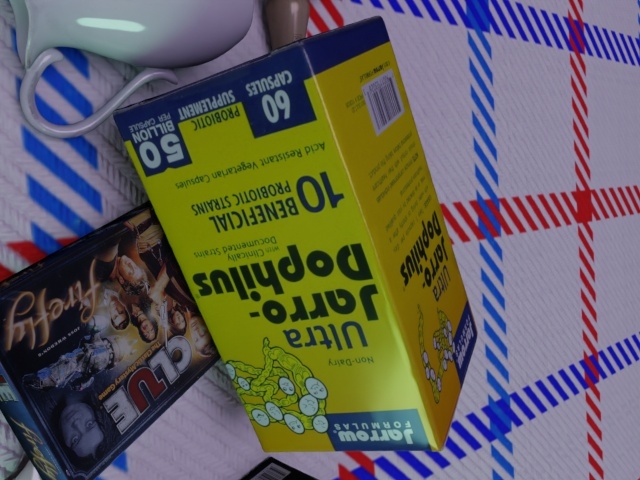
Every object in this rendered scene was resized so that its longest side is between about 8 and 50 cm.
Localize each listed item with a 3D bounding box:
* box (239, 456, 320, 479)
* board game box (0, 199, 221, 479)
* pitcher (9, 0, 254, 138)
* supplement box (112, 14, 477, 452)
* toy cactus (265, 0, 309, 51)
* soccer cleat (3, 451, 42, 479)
[{"bbox_3d":[-0.094,0.378,0.600,0.261,0.103,0.184,-26,110,-38],"label":"box"},{"bbox_3d":[-0.167,0.070,0.530,0.243,0.042,0.165,-43,118,-50],"label":"board game box"},{"bbox_3d":[-0.168,-0.188,0.534,0.207,0.125,0.178,-15,121,-29],"label":"pitcher"},{"bbox_3d":[0.000,0.000,0.580,0.195,0.194,0.356,-47,121,-56],"label":"supplement box"},{"bbox_3d":[-0.027,-0.298,0.666,0.219,0.112,0.180,-16,110,-48],"label":"toy cactus"},{"bbox_3d":[-0.232,0.228,0.506,0.076,0.068,0.196,14,74,-35],"label":"soccer cleat"}]
